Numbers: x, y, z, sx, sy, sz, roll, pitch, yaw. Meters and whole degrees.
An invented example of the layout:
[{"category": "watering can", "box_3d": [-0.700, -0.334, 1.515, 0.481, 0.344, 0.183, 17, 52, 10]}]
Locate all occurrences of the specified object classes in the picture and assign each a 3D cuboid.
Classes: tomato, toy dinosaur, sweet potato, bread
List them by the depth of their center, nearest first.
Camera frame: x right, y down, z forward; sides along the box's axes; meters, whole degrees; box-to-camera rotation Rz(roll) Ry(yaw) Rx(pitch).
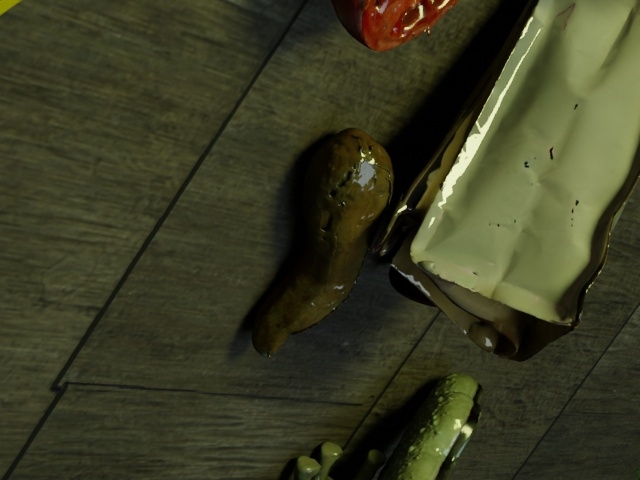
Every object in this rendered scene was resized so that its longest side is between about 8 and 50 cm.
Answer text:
[{"category": "tomato", "box_3d": [0.058, -0.225, 1.101, 0.174, 0.082, 0.166, -46, 156, -15]}, {"category": "sweet potato", "box_3d": [0.005, 0.001, 1.326, 0.081, 0.062, 0.233, -5, 134, -32]}, {"category": "toy dinosaur", "box_3d": [-0.014, 0.304, 1.629, 0.247, 0.075, 0.188, -45, 158, -60]}, {"category": "bread", "box_3d": [0.086, 0.252, 1.642, 0.286, 0.056, 0.207, -60, 179, -13]}]

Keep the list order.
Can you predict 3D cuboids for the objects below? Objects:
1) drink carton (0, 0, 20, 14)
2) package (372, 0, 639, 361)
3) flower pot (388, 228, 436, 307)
[{"category": "drink carton", "box_3d": [-0.235, -0.140, 0.714, 0.351, 0.154, 0.111, -39, 150, -19]}, {"category": "package", "box_3d": [0.180, -0.079, 1.355, 0.311, 0.165, 0.221, -62, 180, -12]}, {"category": "flower pot", "box_3d": [0.119, -0.002, 1.453, 0.111, 0.111, 0.089, -23, 127, -39]}]
